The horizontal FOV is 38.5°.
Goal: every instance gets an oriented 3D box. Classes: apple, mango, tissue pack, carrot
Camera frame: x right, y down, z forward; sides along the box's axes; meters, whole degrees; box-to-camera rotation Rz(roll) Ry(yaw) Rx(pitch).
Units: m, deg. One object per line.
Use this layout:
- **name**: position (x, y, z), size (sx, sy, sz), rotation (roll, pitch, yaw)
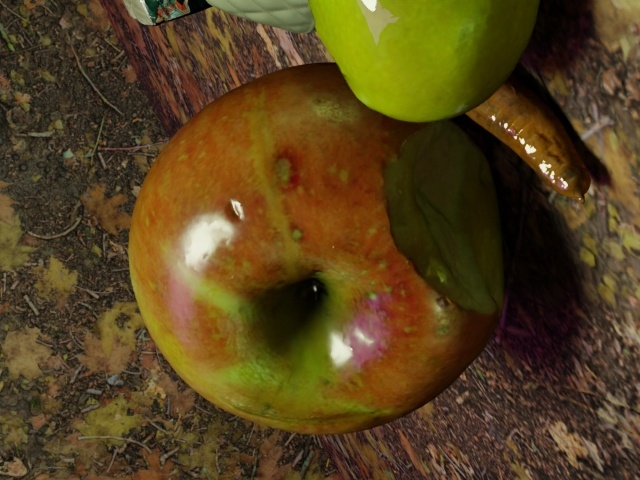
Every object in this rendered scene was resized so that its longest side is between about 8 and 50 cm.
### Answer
- **apple**: position (0.000, 0.000, 0.839), size (0.339, 0.339, 0.339), rotation (57, 166, 23)
- **mango**: position (0.055, -0.212, 0.602), size (0.185, 0.149, 0.273), rotation (-132, 24, -70)
- **tissue pack**: position (-0.156, -0.328, 1.110), size (0.103, 0.170, 0.090), rotation (41, 154, 54)
- **carrot**: position (0.129, -0.115, 0.716), size (0.248, 0.059, 0.059), rotation (49, 162, 32)

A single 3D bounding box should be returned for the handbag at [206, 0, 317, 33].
- **handbag**: position (-0.059, -0.260, 0.792), size (0.256, 0.219, 0.079), rotation (137, 139, -77)
